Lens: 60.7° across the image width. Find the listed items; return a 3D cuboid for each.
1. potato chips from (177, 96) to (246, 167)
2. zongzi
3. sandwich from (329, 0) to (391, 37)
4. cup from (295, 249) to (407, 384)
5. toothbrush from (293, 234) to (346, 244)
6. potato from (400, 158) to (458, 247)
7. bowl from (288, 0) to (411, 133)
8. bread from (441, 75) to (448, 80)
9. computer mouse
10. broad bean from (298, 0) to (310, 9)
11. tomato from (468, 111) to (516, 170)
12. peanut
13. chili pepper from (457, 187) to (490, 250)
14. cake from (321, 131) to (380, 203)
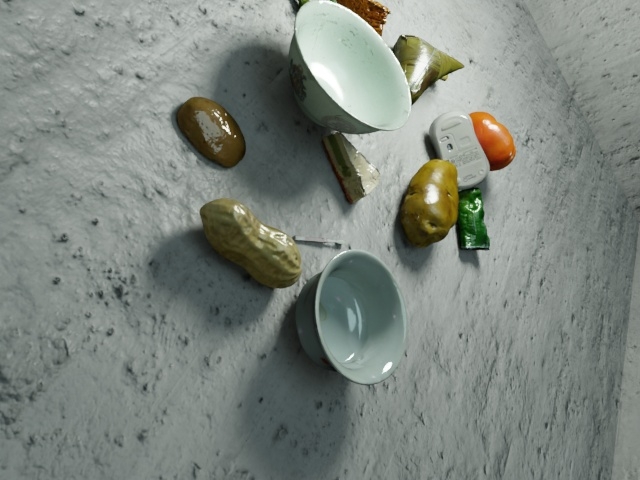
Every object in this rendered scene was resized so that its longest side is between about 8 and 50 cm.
[{"bbox_3d":[-0.259,-0.275,1.367,0.202,0.049,0.150,51,53,-29],"label":"potato chips"},{"bbox_3d":[0.401,-0.592,1.996,0.300,0.138,0.286,14,68,-18],"label":"zongzi"},{"bbox_3d":[0.130,-0.746,1.829,0.235,0.159,0.079,30,34,-9],"label":"sandwich"},{"bbox_3d":[0.062,0.207,1.451,0.347,0.163,0.347,14,69,-41],"label":"cup"},{"bbox_3d":[0.001,0.000,1.557,0.194,0.017,0.014,6,75,-43],"label":"toothbrush"},{"bbox_3d":[0.390,-0.142,1.881,0.195,0.176,0.369,20,57,7],"label":"potato"},{"bbox_3d":[0.046,-0.458,1.593,0.434,0.196,0.435,22,53,-33],"label":"bowl"},{"bbox_3d":[0.417,-0.678,2.136,0.187,0.065,0.149,33,64,-23],"label":"bread"},{"bbox_3d":[0.516,-0.341,2.067,0.297,0.184,0.121,64,6,-9],"label":"computer mouse"},{"bbox_3d":[-0.080,-0.795,1.698,0.052,0.052,0.256,-94,161,-80],"label":"broad bean"},{"bbox_3d":[0.653,-0.388,2.174,0.260,0.180,0.260,47,7,-8],"label":"tomato"},{"bbox_3d":[-0.160,0.008,1.310,0.313,0.149,0.149,39,53,-28],"label":"peanut"},{"bbox_3d":[0.581,-0.097,2.099,0.136,0.099,0.271,0,83,-19],"label":"chili pepper"},{"bbox_3d":[0.102,-0.235,1.677,0.116,0.086,0.220,-32,100,-44],"label":"cake"}]
